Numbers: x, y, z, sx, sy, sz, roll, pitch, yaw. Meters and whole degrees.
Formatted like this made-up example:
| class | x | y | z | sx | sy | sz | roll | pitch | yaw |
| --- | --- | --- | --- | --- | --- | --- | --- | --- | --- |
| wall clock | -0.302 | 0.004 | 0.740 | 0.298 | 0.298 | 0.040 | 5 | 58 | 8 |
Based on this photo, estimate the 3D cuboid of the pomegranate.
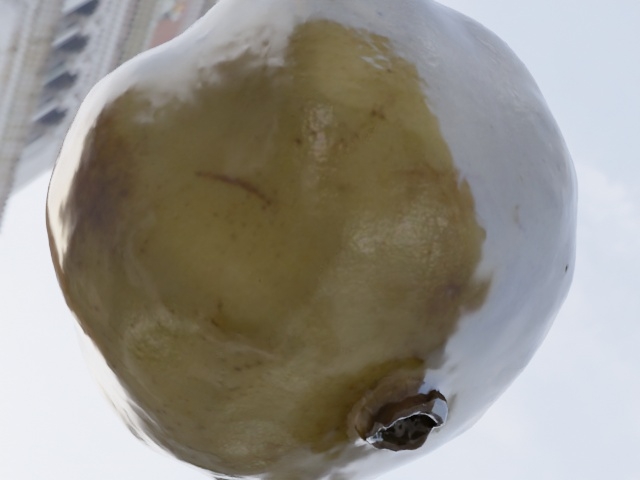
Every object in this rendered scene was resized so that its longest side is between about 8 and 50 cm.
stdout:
| class | x | y | z | sx | sy | sz | roll | pitch | yaw |
| --- | --- | --- | --- | --- | --- | --- | --- | --- | --- |
| pomegranate | 0.000 | 0.000 | 1.029 | 0.333 | 0.332 | 0.332 | 13 | -59 | 23 |
